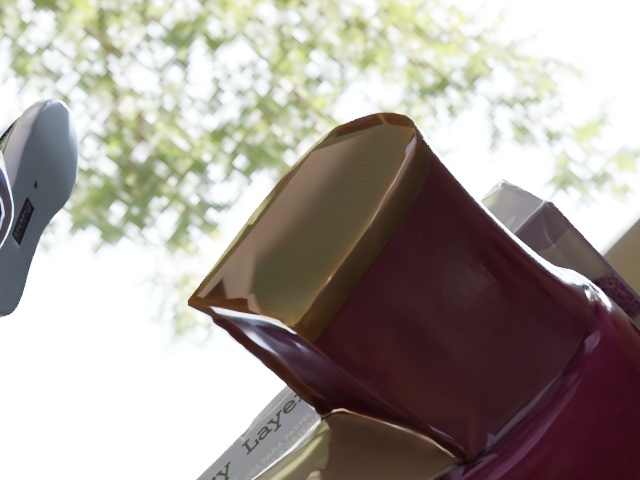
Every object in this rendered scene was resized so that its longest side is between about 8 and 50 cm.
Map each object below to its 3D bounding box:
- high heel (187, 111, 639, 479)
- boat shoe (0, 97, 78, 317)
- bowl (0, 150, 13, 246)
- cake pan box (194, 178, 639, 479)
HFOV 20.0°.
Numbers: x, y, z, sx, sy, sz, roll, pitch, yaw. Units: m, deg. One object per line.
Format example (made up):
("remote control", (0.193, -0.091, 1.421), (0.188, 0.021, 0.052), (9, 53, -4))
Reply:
("high heel", (-0.028, 0.158, 0.504), (0.377, 0.181, 0.127), (-51, -150, -10))
("boat shoe", (-0.217, -0.022, 1.152), (0.083, 0.065, 0.183), (-5, -138, 20))
("bowl", (-0.316, 0.003, 0.689), (0.391, 0.391, 0.077), (-28, -107, 35))
("cake pan box", (0.075, 0.149, 0.802), (0.267, 0.246, 0.070), (-44, -165, -2))
